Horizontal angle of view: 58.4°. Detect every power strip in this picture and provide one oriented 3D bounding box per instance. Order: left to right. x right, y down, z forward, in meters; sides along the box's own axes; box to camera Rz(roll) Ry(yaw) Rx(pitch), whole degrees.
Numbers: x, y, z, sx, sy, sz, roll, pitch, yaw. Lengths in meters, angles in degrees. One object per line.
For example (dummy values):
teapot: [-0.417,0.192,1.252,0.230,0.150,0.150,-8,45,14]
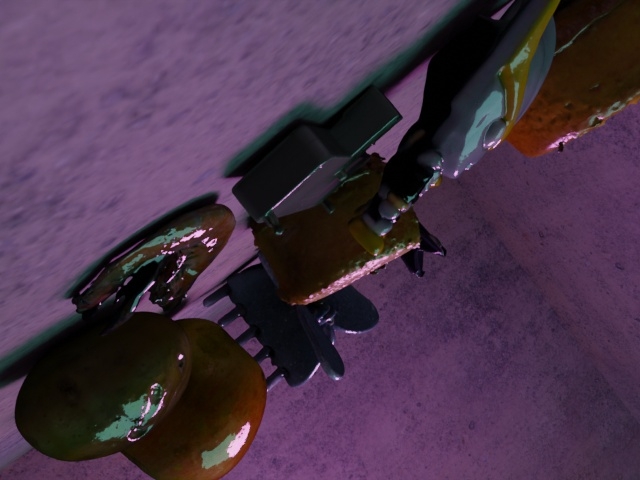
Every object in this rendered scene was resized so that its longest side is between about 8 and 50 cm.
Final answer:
power strip: [0.015,-0.080,0.552,0.145,0.061,0.215,-42,178,16]

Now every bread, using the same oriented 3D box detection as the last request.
bread: [-0.004,-0.001,0.772,0.147,0.160,0.260,-26,178,-42]
bread: [0.385,-0.254,0.857,0.340,0.194,0.179,-34,-173,28]

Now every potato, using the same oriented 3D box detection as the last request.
potato: [-0.248,0.171,0.690,0.197,0.149,0.228,-21,177,-15]

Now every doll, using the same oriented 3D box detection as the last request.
doll: [0.134,-0.123,0.573,0.316,0.103,0.145,-52,158,20]

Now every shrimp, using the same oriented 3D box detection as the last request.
shrimp: [-0.157,0.040,0.541,0.152,0.046,0.219,-36,174,-36]

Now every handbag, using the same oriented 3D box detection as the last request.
handbag: [0.260,-0.049,1.802,0.122,0.329,0.303,-38,173,11]

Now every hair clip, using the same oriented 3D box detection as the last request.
hair clip: [-0.077,0.176,1.333,0.238,0.318,0.392,-36,180,22]

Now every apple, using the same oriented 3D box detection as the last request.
apple: [-0.280,0.325,1.182,0.339,0.339,0.339,-36,178,-1]
